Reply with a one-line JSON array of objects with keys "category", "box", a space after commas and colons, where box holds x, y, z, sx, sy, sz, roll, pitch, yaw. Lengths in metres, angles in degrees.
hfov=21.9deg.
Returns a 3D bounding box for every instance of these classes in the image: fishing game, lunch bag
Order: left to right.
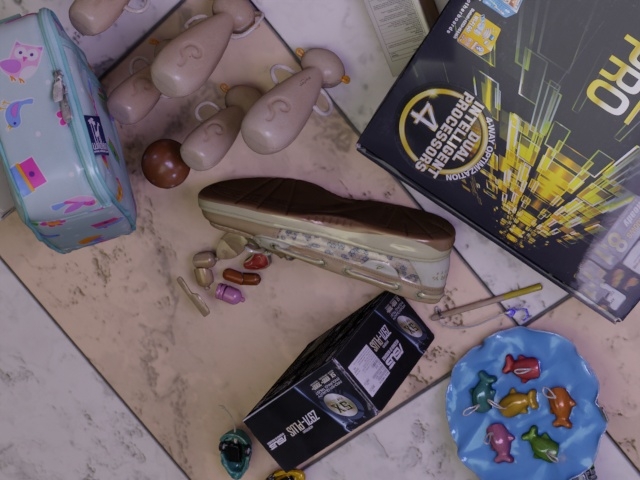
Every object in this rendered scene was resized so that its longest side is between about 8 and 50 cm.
[{"category": "lunch bag", "box": [-0.273, -0.115, 1.722, 0.107, 0.279, 0.224, -15, 79, -2]}, {"category": "fishing game", "box": [0.213, 0.184, 1.748, 0.189, 0.041, 0.264, -13, 86, 31]}]

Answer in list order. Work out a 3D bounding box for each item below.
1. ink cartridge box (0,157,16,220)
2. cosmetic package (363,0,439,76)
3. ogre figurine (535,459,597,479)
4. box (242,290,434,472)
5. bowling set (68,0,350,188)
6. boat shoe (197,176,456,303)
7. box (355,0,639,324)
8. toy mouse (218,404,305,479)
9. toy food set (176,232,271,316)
[{"category": "ink cartridge box", "box": [-0.472, -0.131, 1.913, 0.272, 0.115, 0.198, 0, 114, 25]}, {"category": "cosmetic package", "box": [0.083, -0.228, 1.656, 0.060, 0.041, 0.115, -13, 108, 27]}, {"category": "ogre figurine", "box": [0.241, 0.300, 1.811, 0.197, 0.097, 0.118, -31, 80, 18]}, {"category": "box", "box": [0.022, 0.148, 1.780, 0.147, 0.180, 0.077, -36, 95, 33]}, {"category": "bowling set", "box": [-0.137, -0.166, 1.749, 0.287, 0.154, 0.200, 36, 142, 3]}, {"category": "boat shoe", "box": [0.000, 0.000, 1.766, 0.285, 0.104, 0.089, 14, 116, 17]}, {"category": "box", "box": [0.264, -0.160, 1.550, 0.318, 0.097, 0.395, 34, 119, -1]}, {"category": "toy mouse", "box": [-0.068, 0.242, 1.956, 0.143, 0.031, 0.161, 47, 123, -3]}, {"category": "toy food set", "box": [-0.101, 0.034, 1.881, 0.122, 0.019, 0.078, -33, 98, 25]}]
